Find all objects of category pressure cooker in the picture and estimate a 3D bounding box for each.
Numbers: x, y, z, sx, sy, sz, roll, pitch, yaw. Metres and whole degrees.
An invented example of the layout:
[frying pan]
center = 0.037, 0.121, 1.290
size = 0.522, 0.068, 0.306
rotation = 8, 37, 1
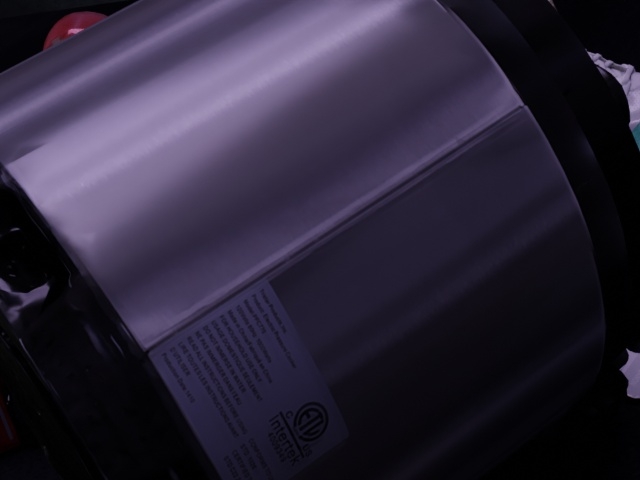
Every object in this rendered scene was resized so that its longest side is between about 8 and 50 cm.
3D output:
[pressure cooker]
center = 0.003, 0.002, 0.730
size = 0.420, 0.370, 0.375
rotation = -33, 55, -18

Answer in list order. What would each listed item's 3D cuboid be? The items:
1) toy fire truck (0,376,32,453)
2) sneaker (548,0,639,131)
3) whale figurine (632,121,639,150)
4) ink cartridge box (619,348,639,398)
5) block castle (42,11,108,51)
[toy fire truck]
center = -0.341, 0.094, 0.932
size = 0.246, 0.217, 0.158
rotation = -22, 25, -19
[sneaker]
center = 0.293, -0.202, 1.341
size = 0.292, 0.169, 0.108
rotation = -2, 23, 21
[whale figurine]
center = 0.364, -0.086, 1.066
size = 0.216, 0.141, 0.272
rotation = -3, 24, 23
[ink cartridge box]
center = 0.186, 0.062, 0.967
size = 0.224, 0.056, 0.181
rotation = 23, 38, 26
[block castle]
center = -0.385, -0.032, 1.139
size = 0.453, 0.303, 0.213
rotation = -11, 22, 4
